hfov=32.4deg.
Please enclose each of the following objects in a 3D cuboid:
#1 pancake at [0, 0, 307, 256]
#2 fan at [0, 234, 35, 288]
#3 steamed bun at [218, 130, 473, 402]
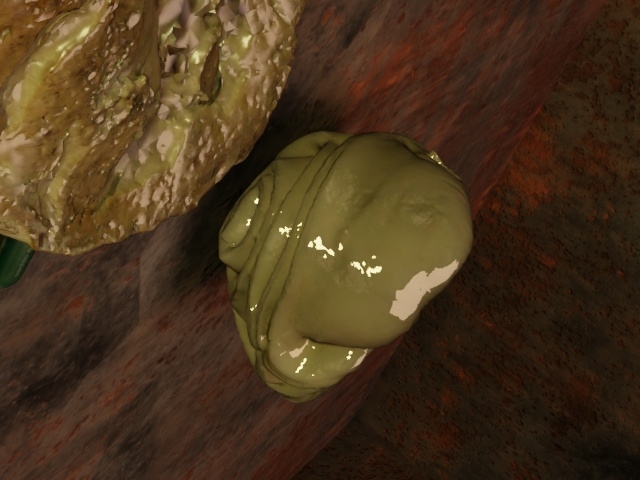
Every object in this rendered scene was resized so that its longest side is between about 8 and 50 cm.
[{"bbox_3d":[-0.110,-0.165,0.709,0.387,0.082,0.387,-51,157,-31],"label":"pancake"},{"bbox_3d":[-0.215,-0.029,0.816,0.155,0.039,0.082,-58,166,18],"label":"fan"},{"bbox_3d":[0.007,-0.007,1.244,0.310,0.219,0.324,-44,-164,25],"label":"steamed bun"}]
